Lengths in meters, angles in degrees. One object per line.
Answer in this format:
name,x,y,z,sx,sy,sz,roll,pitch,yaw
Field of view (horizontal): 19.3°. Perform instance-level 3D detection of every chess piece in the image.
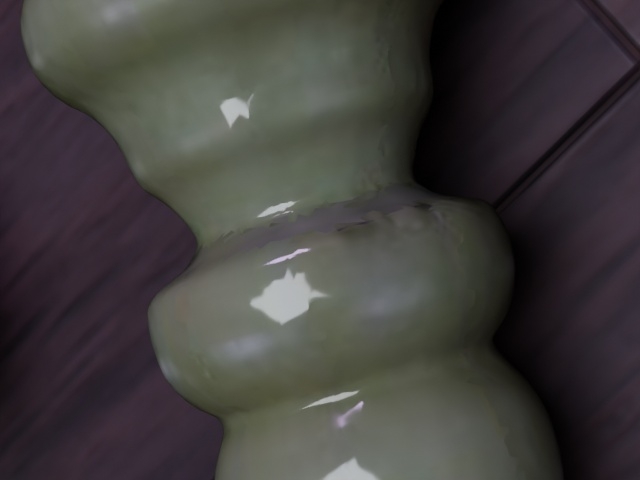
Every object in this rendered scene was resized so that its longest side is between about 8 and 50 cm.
chess piece,0.000,0.000,0.576,0.144,0.144,0.251,-19,87,25
